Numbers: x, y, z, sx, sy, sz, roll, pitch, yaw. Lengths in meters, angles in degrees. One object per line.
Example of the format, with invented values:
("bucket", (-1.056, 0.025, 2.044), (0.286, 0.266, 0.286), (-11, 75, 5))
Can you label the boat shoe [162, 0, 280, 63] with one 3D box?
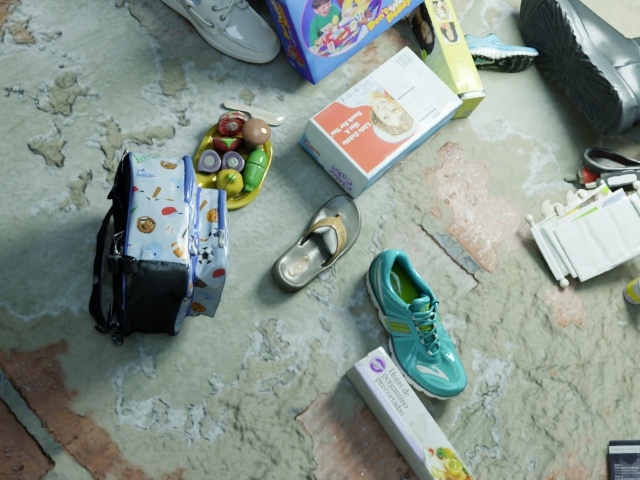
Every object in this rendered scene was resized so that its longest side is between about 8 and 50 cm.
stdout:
("boat shoe", (-0.190, -0.427, 1.768), (0.277, 0.096, 0.098), (34, 66, 1))

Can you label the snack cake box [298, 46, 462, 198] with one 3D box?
("snack cake box", (0.110, -0.214, 1.759), (0.264, 0.089, 0.152), (-39, 82, -26))

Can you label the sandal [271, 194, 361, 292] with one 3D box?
("sandal", (0.000, 0.000, 1.669), (0.090, 0.060, 0.219), (45, 60, 5))

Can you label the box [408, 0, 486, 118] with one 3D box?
("box", (0.238, -0.353, 1.854), (0.058, 0.087, 0.232), (-12, 72, -20))

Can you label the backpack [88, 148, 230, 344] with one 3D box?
("backpack", (-0.245, -0.004, 1.514), (0.213, 0.276, 0.263), (-1, 63, -19))

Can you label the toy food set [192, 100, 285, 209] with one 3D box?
("toy food set", (-0.143, -0.162, 1.693), (0.128, 0.071, 0.217), (21, 66, -5))

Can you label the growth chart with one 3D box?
("growth chart", (0.507, -0.018, 1.779), (0.237, 0.021, 0.172), (-19, 87, -1))

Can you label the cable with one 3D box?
("cable", (0.607, -0.116, 1.844), (0.287, 0.072, 0.139), (-6, 59, -4))

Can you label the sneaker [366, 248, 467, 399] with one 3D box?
("sneaker", (0.160, 0.140, 1.632), (0.107, 0.110, 0.275), (-24, 78, -21))

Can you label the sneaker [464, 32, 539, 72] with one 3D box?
("sneaker", (0.350, -0.377, 1.903), (0.162, 0.063, 0.073), (4, 66, -13))

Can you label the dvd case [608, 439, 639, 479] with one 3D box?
("dvd case", (0.571, 0.442, 1.621), (0.165, 0.018, 0.221), (-6, 68, 22))

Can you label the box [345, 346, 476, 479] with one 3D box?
("box", (0.161, 0.326, 1.585), (0.063, 0.067, 0.324), (-31, 79, -23))

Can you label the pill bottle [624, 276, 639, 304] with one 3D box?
("pill bottle", (0.592, 0.085, 1.774), (0.043, 0.083, 0.043), (5, 69, -13))

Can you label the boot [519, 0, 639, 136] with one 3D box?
("boot", (0.663, -0.398, 1.941), (0.445, 0.146, 0.367), (-17, 66, -22))

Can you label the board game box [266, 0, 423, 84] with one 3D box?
("board game box", (0.071, -0.471, 1.734), (0.347, 0.233, 0.078), (-39, 56, -11))
